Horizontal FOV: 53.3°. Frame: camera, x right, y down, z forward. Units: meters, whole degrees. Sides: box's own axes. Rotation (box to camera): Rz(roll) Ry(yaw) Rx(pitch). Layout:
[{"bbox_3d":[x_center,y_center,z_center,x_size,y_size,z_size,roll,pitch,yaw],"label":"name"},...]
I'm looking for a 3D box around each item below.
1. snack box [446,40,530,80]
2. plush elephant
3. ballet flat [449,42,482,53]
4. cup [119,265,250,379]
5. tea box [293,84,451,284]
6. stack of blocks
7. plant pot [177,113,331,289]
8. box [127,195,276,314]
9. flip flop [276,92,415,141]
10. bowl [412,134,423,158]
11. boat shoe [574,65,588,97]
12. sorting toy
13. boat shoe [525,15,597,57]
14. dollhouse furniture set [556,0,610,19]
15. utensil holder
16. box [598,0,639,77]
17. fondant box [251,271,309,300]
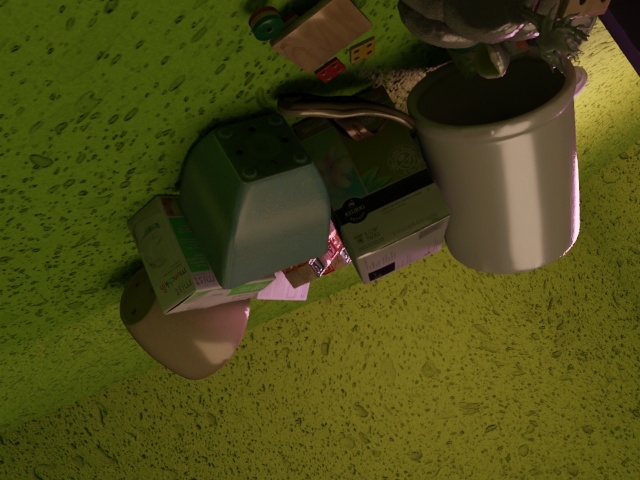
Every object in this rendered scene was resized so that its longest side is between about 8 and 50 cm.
[{"bbox_3d":[0.332,-0.389,1.277,0.141,0.100,0.037,-24,165,-11],"label":"snack box"},{"bbox_3d":[0.261,-0.379,0.925,0.272,0.330,0.255,-42,179,25],"label":"plush elephant"},{"bbox_3d":[0.311,-0.430,1.152,0.077,0.091,0.241,-44,178,-27],"label":"ballet flat"},{"bbox_3d":[-0.386,0.182,1.700,0.331,0.331,0.237,-33,139,25],"label":"cup"},{"bbox_3d":[0.117,-0.109,1.435,0.220,0.323,0.329,-26,166,0],"label":"tea box"},{"bbox_3d":[0.000,0.000,1.636,0.087,0.171,0.297,-27,-166,35],"label":"stack of blocks"},{"bbox_3d":[-0.122,-0.101,1.254,0.247,0.247,0.252,-19,150,-24],"label":"plant pot"},{"bbox_3d":[-0.265,0.028,1.442,0.127,0.231,0.262,-35,162,31],"label":"box"},{"bbox_3d":[0.048,-0.231,1.219,0.277,0.112,0.080,-2,111,-24],"label":"flip flop"},{"bbox_3d":[0.341,-0.191,1.683,0.312,0.311,0.163,-17,144,-33],"label":"bowl"},{"bbox_3d":[0.594,-0.401,1.717,0.268,0.096,0.088,-20,171,7],"label":"boat shoe"},{"bbox_3d":[0.000,-0.335,1.005,0.132,0.046,0.274,-32,164,20],"label":"sorting toy"},{"bbox_3d":[0.469,-0.427,1.408,0.118,0.103,0.320,25,142,-13],"label":"boat shoe"},{"bbox_3d":[0.443,-0.502,1.111,0.129,0.129,0.183,-18,133,-31],"label":"dollhouse furniture set"},{"bbox_3d":[0.385,-0.167,1.375,0.328,0.327,0.385,-25,127,-6],"label":"utensil holder"},{"bbox_3d":[0.820,-0.490,1.347,0.343,0.312,0.179,-32,165,22],"label":"box"},{"bbox_3d":[-0.116,0.037,1.719,0.096,0.238,0.330,10,178,20],"label":"fondant box"}]
